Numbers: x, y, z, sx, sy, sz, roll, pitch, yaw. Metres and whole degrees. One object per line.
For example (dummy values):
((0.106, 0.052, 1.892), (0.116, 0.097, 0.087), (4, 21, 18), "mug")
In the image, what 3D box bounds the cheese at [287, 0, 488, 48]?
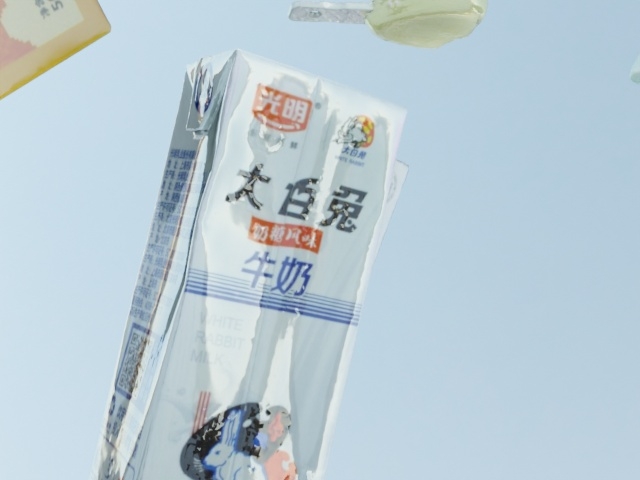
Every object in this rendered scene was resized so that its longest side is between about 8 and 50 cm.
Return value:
((0.083, -0.296, 1.163), (0.127, 0.255, 0.050), (132, -45, -72), "cheese")

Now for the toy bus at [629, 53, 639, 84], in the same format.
((0.499, -0.189, 1.025), (0.165, 0.134, 0.276), (46, -22, -24), "toy bus")

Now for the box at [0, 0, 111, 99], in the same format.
((-0.331, -0.199, 0.541), (0.259, 0.214, 0.284), (9, -47, 46), "box")

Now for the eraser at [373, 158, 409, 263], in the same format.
((0.000, 0.000, 0.941), (0.124, 0.068, 0.210), (17, -95, 45), "eraser")

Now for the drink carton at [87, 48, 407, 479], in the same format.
((-0.049, 0.046, 0.576), (0.106, 0.130, 0.315), (10, -94, 61), "drink carton")
